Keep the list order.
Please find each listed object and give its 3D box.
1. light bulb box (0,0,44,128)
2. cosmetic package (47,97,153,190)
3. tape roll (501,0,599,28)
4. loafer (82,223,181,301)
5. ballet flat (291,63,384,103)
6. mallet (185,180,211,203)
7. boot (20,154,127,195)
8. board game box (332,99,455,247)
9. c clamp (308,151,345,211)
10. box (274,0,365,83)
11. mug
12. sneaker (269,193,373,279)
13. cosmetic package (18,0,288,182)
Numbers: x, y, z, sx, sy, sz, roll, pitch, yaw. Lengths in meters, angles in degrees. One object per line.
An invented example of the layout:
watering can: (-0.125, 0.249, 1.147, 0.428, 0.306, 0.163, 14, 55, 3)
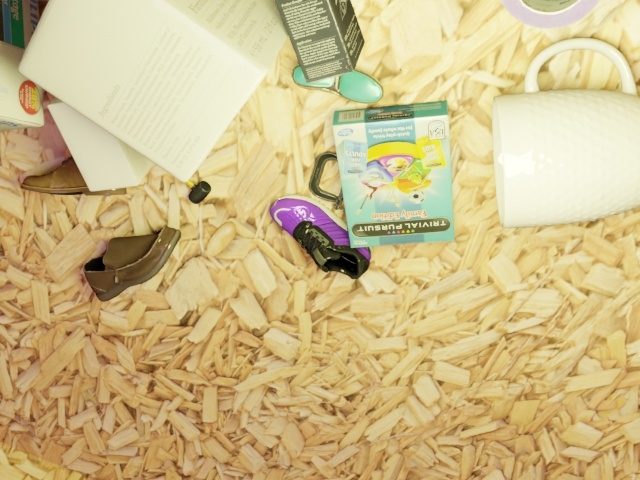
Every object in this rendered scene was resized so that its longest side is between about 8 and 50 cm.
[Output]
light bulb box: (-0.814, -0.415, 1.602, 0.361, 0.225, 0.358, -3, 90, 15)
cosmetic package: (-0.473, -0.269, 1.725, 0.138, 0.225, 0.224, -6, 124, 17)
tape roll: (0.411, -0.480, 1.336, 0.189, 0.080, 0.189, 12, 135, 12)
loafer: (-0.525, 0.051, 2.037, 0.366, 0.134, 0.130, -30, 115, 30)
ballet flat: (0.040, -0.349, 1.645, 0.206, 0.067, 0.073, 17, 107, 1)
mallet: (-0.366, -0.163, 1.905, 0.189, 0.039, 0.062, 35, 129, -7)
boot: (-0.636, -0.171, 1.941, 0.305, 0.112, 0.115, 0, 96, 19)
board game box: (0.176, -0.145, 1.743, 0.253, 0.079, 0.336, -4, 125, 9)
c clamp: (0.041, -0.141, 1.833, 0.137, 0.022, 0.161, 17, 130, 7)
box: (0.000, -0.450, 1.523, 0.108, 0.153, 0.207, -11, 122, 21)
mug: (0.523, -0.220, 1.527, 0.328, 0.276, 0.374, -4, 95, 10)
sneaker: (0.001, 0.000, 1.866, 0.293, 0.146, 0.102, 30, 127, -10)
cosmetic package: (-0.312, -0.404, 1.519, 0.393, 0.329, 0.327, 34, 126, -14)
